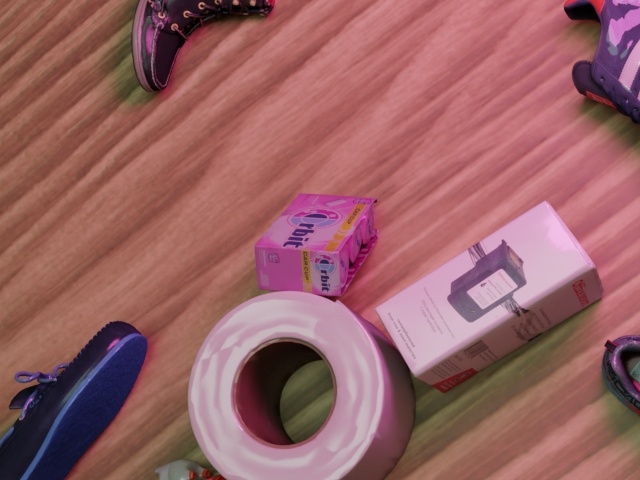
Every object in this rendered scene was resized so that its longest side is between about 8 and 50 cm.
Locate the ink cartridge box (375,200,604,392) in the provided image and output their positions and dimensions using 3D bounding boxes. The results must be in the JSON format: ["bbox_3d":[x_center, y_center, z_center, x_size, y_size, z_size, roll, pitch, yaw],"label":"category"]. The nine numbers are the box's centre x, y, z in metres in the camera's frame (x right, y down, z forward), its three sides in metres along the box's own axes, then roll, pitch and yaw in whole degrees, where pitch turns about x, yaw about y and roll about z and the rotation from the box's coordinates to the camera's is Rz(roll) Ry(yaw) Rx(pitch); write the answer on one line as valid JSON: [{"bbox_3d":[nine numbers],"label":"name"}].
[{"bbox_3d":[0.206,0.072,1.413,0.237,0.172,0.100,-33,69,7],"label":"ink cartridge box"}]

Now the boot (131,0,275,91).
[{"bbox_3d":[-0.163,-0.321,1.674,0.179,0.085,0.236,6,78,16],"label":"boot"}]

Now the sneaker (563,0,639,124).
[{"bbox_3d":[0.397,-0.175,1.449,0.148,0.131,0.350,-22,65,18],"label":"sneaker"}]

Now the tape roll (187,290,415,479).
[{"bbox_3d":[-0.019,0.195,1.455,0.246,0.169,0.246,-4,75,16],"label":"tape roll"}]

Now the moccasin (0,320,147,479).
[{"bbox_3d":[-0.370,0.236,1.575,0.117,0.138,0.342,38,89,26],"label":"moccasin"}]

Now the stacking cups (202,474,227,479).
[{"bbox_3d":[-0.225,0.366,1.476,0.316,0.096,0.096,-26,70,26],"label":"stacking cups"}]

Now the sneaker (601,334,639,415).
[{"bbox_3d":[0.427,0.196,1.338,0.262,0.125,0.104,30,88,22],"label":"sneaker"}]

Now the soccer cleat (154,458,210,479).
[{"bbox_3d":[-0.177,0.380,1.521,0.076,0.068,0.196,-12,73,33],"label":"soccer cleat"}]

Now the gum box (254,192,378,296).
[{"bbox_3d":[0.000,0.000,1.499,0.107,0.188,0.062,4,115,17],"label":"gum box"}]
